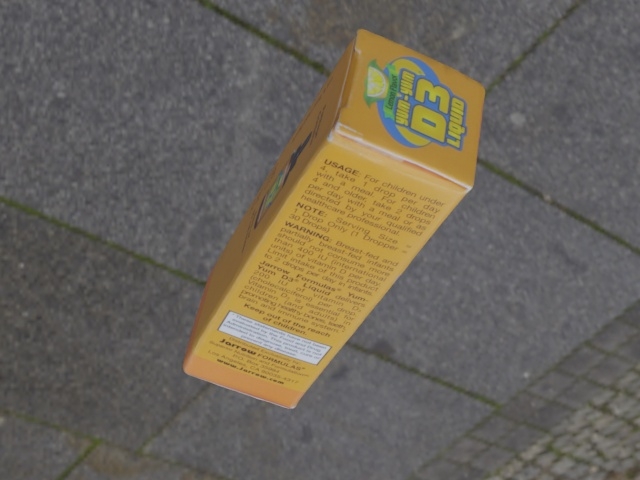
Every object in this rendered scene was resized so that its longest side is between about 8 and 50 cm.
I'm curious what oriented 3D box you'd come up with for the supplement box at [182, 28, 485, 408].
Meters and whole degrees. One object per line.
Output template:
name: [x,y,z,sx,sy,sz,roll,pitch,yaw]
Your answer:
supplement box: [0.000,0.000,0.628,0.080,0.078,0.233,21,141,-10]
